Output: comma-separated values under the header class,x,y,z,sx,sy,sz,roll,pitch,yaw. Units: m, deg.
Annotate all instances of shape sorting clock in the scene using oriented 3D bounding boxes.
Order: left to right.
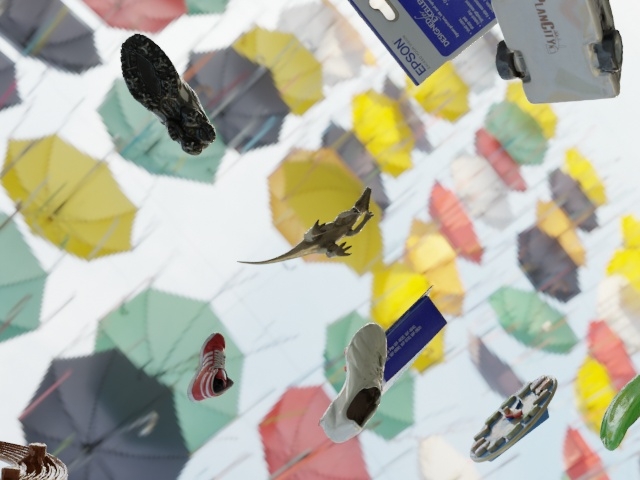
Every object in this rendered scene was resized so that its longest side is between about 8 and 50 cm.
class,x,y,z,sx,sy,sz,roll,pitch,yaw
shape sorting clock,0.337,0.310,2.119,0.040,0.206,0.206,49,-153,-4

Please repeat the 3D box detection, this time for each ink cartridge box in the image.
class,x,y,z,sx,sy,sz,roll,pitch,yaw
ink cartridge box,0.125,0.206,2.118,0.065,0.333,0.165,44,-113,10
ink cartridge box,0.184,-0.464,1.988,0.303,0.307,0.072,51,-174,-2

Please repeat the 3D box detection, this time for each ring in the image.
class,x,y,z,sx,sy,sz,roll,pitch,yaw
ring,-0.457,0.247,1.377,0.336,0.336,0.032,4,-87,-54

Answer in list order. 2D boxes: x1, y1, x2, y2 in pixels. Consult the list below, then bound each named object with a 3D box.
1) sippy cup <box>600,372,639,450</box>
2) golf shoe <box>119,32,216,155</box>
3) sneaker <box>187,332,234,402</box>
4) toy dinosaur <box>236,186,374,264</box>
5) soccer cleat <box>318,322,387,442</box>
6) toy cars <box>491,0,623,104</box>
class,x,y,z,sx,sy,sz,roll,pitch,yaw
sippy cup,0.421,0.251,1.166,0.305,0.224,0.240,44,-161,24
golf shoe,-0.228,-0.216,1.767,0.198,0.077,0.094,59,-176,-19
sneaker,-0.157,0.191,1.842,0.042,0.067,0.118,38,-125,-32
toy dinosaur,0.000,0.000,1.398,0.053,0.183,0.092,61,165,-6
soccer cleat,0.061,0.192,1.650,0.068,0.076,0.196,43,-131,-23
toy cars,0.276,-0.152,0.989,0.393,0.176,0.087,29,-124,-12
